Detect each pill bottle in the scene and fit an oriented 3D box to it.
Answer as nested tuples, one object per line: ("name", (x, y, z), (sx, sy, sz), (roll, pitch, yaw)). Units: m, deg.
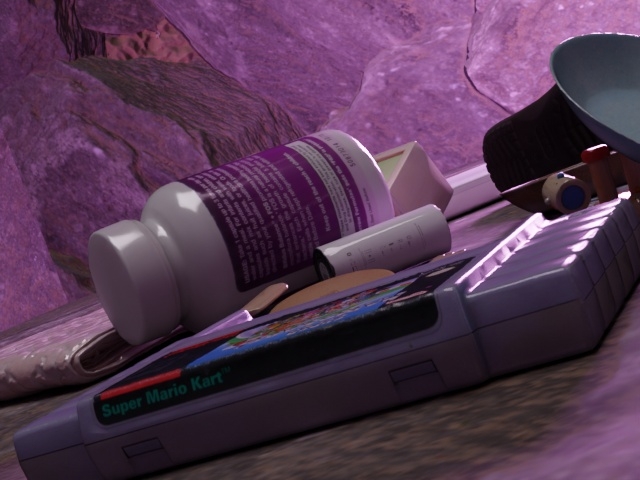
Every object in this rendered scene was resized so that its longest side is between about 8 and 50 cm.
("pill bottle", (-0.085, 0.000, 1.364), (0.301, 0.169, 0.169), (-21, 3, -28))

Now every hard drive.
("hard drive", (0.196, -0.067, 1.851), (0.353, 0.047, 0.233), (-22, 3, -21))

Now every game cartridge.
("game cartridge", (0.011, 0.061, 0.786), (0.355, 0.068, 0.230), (-19, -1, 23))

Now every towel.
("towel", (-0.256, 0.116, 1.524), (0.317, 0.053, 0.332), (-22, 4, -43))

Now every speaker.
("speaker", (0.064, 0.010, 1.307), (0.136, 0.055, 0.055), (-22, 4, -18))

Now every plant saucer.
("plant saucer", (0.254, -0.089, 0.932), (0.195, 0.037, 0.195), (11, 33, -7))
("plant saucer", (0.286, -0.068, 1.338), (0.198, 0.036, 0.198), (-20, -1, 0))

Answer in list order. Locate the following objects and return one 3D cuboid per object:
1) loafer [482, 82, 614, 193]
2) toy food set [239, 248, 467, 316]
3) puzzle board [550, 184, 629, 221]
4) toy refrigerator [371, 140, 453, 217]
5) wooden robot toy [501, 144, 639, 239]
("loafer", (0.335, -0.146, 1.534), (0.130, 0.134, 0.366), (-22, 4, -27))
("toy food set", (0.016, 0.059, 1.027), (0.192, 0.038, 0.132), (-12, 14, 32))
("puzzle board", (0.287, -0.042, 1.196), (0.096, 0.011, 0.128), (-22, 3, -28))
("toy refrigerator", (0.020, -0.029, 1.579), (0.269, 0.094, 0.102), (-16, 32, 42))
("wooden robot toy", (0.219, -0.029, 0.927), (0.173, 0.076, 0.079), (-21, 14, -4))
